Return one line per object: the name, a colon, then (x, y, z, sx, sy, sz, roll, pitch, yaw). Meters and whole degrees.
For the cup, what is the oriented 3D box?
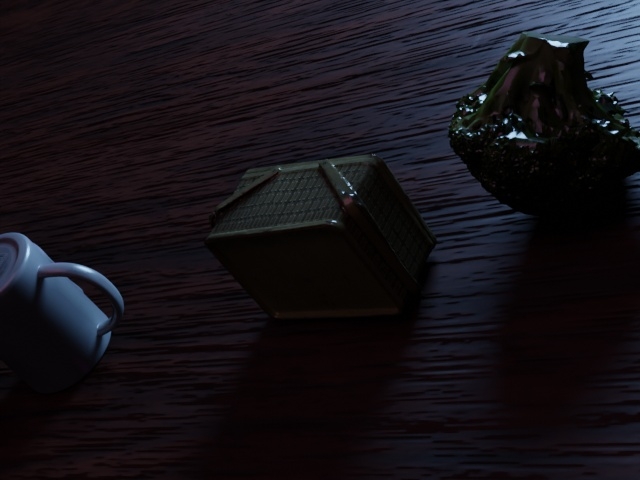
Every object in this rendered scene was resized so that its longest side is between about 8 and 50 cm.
cup: (-0.259, 0.058, 1.094, 0.136, 0.133, 0.099, -36, 37, 2)

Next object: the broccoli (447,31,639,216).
broccoli: (0.170, -0.088, 0.893, 0.146, 0.137, 0.162, 1, 18, -13)

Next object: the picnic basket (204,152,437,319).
picnic basket: (0.000, 0.000, 0.947, 0.164, 0.115, 0.079, -4, 47, 40)
